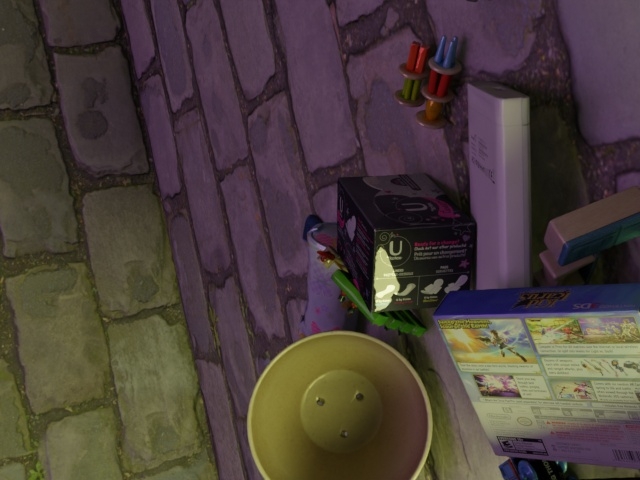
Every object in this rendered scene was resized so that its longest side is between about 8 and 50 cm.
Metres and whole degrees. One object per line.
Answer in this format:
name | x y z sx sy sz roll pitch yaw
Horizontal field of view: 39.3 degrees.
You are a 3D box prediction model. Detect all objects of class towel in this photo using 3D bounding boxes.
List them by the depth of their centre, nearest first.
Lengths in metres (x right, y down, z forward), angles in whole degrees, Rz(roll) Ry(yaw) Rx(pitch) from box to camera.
towel | 0.000 0.000 1.913 0.119 0.029 0.067 51 143 45

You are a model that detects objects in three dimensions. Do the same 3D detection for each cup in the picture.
cup | 0.038 0.333 1.704 0.237 0.331 0.331 63 -167 -85

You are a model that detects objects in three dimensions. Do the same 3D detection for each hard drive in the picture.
hard drive | 0.250 -0.035 1.256 0.233 0.047 0.353 -95 1 -75

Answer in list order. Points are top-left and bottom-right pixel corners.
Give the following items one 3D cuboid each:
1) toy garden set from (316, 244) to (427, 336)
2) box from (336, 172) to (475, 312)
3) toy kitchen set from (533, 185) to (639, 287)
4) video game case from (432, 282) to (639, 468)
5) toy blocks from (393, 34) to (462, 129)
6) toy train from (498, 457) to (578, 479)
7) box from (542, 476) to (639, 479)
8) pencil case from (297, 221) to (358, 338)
toy garden set | 0.066 0.088 1.551 0.049 0.244 0.204 -47 64 9
box | 0.129 -0.006 1.428 0.247 0.163 0.142 -116 24 -64
toy kitchen set | 0.365 0.068 1.124 0.207 0.122 0.166 82 164 -61
video game case | 0.303 0.169 1.107 0.269 0.061 0.244 -5 122 40
toy blocks | 0.171 -0.268 1.413 0.123 0.054 0.148 54 145 41
toy train | 0.340 0.384 1.318 0.184 0.080 0.105 63 159 21
box | 0.363 0.403 1.107 0.381 0.143 0.191 -19 83 49
pencil case | 0.022 0.098 1.808 0.124 0.113 0.273 28 128 31
